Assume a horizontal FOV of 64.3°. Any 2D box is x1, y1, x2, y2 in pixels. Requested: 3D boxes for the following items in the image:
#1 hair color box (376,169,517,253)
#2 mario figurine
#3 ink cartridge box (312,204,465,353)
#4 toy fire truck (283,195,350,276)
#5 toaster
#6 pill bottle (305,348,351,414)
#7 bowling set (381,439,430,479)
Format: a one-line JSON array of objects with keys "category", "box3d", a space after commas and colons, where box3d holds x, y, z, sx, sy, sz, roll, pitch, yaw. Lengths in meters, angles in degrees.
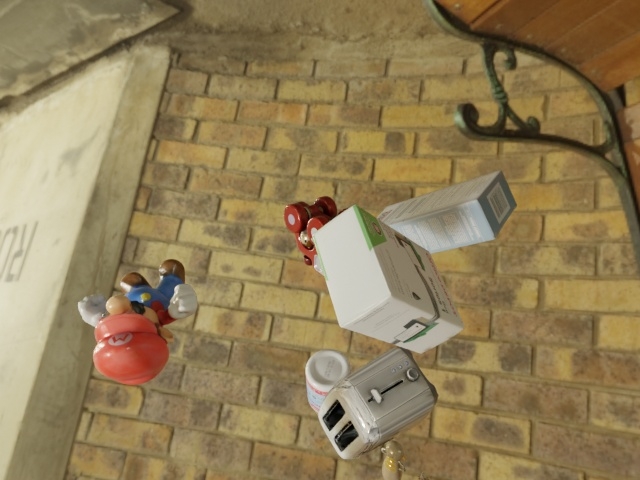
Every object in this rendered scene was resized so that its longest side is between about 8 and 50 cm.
[{"category": "hair color box", "box3d": [0.302, -0.052, 1.359, 0.374, 0.185, 0.113, -16, 108, 44]}, {"category": "mario figurine", "box3d": [-0.324, 0.111, 0.903, 0.170, 0.198, 0.320, 32, -169, -18]}, {"category": "ink cartridge box", "box3d": [0.105, 0.065, 0.765, 0.093, 0.160, 0.219, -37, 141, 25]}, {"category": "toy fire truck", "box3d": [0.000, 0.000, 1.740, 0.169, 0.253, 0.302, -18, -147, -37]}, {"category": "toaster", "box3d": [0.090, 0.291, 0.892, 0.146, 0.129, 0.227, -19, 154, -28]}, {"category": "pill bottle", "box3d": [0.016, 0.291, 1.010, 0.087, 0.087, 0.160, 7, 138, 8]}, {"category": "bowling set", "box3d": [0.189, 0.631, 1.161, 0.287, 0.200, 0.154, 36, 141, 38]}]
